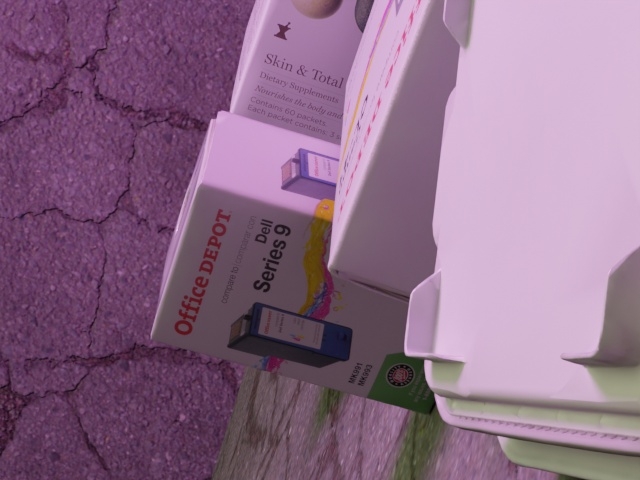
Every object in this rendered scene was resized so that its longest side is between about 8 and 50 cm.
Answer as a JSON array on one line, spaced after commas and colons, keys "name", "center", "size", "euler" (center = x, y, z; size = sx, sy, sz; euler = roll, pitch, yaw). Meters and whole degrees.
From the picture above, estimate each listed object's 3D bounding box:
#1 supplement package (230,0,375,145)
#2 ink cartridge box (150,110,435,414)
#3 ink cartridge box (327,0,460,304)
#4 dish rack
[{"name": "supplement package", "center": [0.064, -0.220, 1.292], "size": [0.198, 0.199, 0.263], "euler": [-86, 15, -64]}, {"name": "ink cartridge box", "center": [0.002, 0.018, 1.132], "size": [0.093, 0.212, 0.154], "euler": [-80, 10, -51]}, {"name": "ink cartridge box", "center": [0.100, -0.120, 1.020], "size": [0.306, 0.131, 0.226], "euler": [-81, 10, -64]}, {"name": "dish rack", "center": [0.110, -0.043, 0.661], "size": [0.333, 0.072, 0.285], "euler": [162, 114, -77]}]
